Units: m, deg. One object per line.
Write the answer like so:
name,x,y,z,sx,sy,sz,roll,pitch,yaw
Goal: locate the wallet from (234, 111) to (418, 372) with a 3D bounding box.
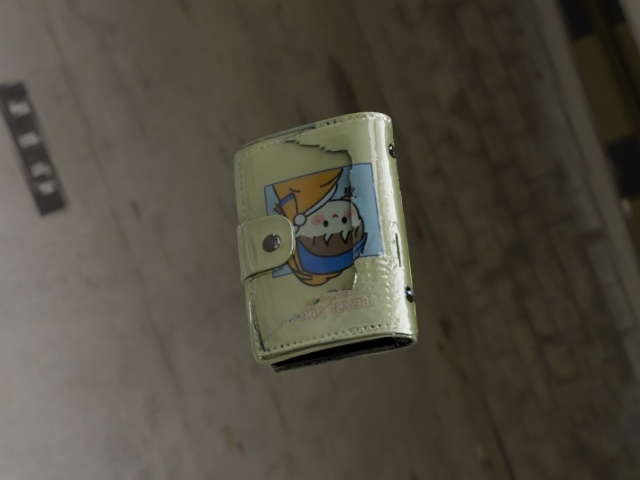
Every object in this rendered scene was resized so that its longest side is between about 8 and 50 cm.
wallet,0.000,0.000,1.123,0.039,0.110,0.155,48,32,-61
